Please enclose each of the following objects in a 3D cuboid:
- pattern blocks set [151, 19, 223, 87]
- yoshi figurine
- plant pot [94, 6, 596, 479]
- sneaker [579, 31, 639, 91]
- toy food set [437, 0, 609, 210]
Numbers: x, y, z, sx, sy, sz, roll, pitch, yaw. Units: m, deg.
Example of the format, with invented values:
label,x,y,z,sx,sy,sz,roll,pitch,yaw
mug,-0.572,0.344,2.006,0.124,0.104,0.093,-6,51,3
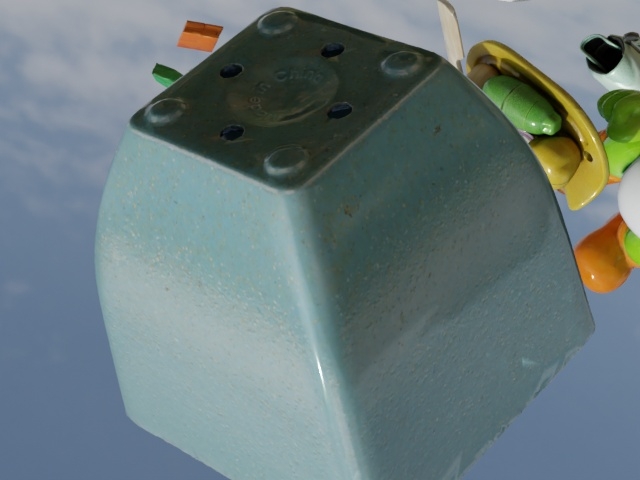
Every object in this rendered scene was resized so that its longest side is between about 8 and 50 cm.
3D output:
label,x,y,z,sx,sy,sz,roll,pitch,yaw
pattern blocks set,-0.051,-0.184,1.726,0.325,0.026,0.285,3,157,38
yoshi figurine,0.322,-0.027,1.286,0.204,0.203,0.362,25,169,-22
plant pot,0.000,0.000,0.942,0.248,0.252,0.247,24,-126,37
sneaker,0.425,-0.262,2.047,0.151,0.094,0.256,36,-163,-21
toy food set,0.153,-0.101,1.275,0.071,0.128,0.218,-34,-126,-16
